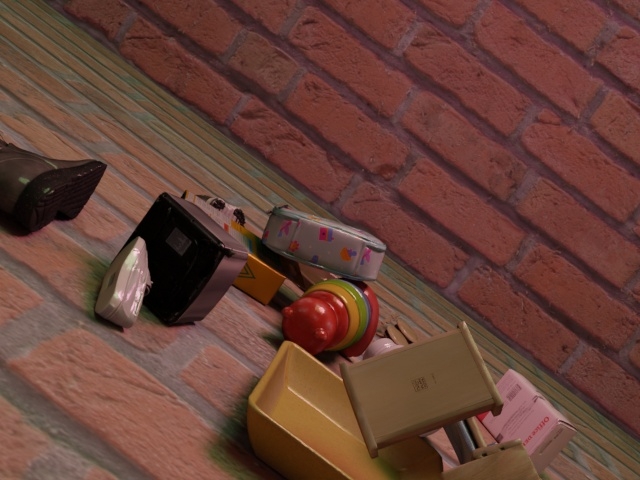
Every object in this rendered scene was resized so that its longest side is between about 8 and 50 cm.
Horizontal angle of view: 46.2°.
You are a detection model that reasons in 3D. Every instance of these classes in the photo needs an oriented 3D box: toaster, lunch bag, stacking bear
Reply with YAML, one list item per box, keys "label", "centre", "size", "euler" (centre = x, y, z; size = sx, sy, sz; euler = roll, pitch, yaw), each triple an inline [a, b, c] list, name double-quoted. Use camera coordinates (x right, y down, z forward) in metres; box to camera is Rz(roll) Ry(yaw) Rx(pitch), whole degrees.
- label: "toaster"
  centre: [-0.229, 0.036, 1.256]
  size: [0.186, 0.168, 0.110]
  euler: [39, 9, 20]
- label: "lunch bag"
  centre: [0.000, 0.000, 1.709]
  size: [0.279, 0.108, 0.224]
  euler: [19, 5, -7]
- label: "stacking bear"
  centre: [0.010, 0.165, 1.564]
  size: [0.175, 0.164, 0.289]
  euler: [39, 14, 15]

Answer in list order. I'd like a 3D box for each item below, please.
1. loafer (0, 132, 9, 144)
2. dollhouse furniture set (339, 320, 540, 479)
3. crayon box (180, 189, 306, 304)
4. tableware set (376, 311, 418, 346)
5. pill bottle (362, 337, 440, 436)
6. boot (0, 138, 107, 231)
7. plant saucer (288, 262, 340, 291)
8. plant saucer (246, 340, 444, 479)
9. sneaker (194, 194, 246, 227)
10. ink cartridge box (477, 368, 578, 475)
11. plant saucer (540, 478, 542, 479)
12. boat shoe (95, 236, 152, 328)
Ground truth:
- label: "loafer"
  centre: [-0.599, -0.178, 1.358]
  size: [0.125, 0.045, 0.039]
  euler: [41, 17, 12]
- label: "dollhouse furniture set"
  centre: [0.170, 0.319, 1.161]
  size: [0.303, 0.198, 0.286]
  euler: [79, -8, -57]
- label: "crayon box"
  centre: [-0.194, 0.026, 1.693]
  size: [0.323, 0.083, 0.203]
  euler: [33, 10, -15]
- label: "tableware set"
  centre: [0.223, 0.274, 2.127]
  size: [0.128, 0.039, 0.194]
  euler: [51, 18, 12]
- label: "pill bottle"
  centre: [0.178, 0.302, 1.577]
  size: [0.117, 0.117, 0.215]
  euler: [28, 13, -42]
- label: "boot"
  centre: [-0.508, -0.132, 1.270]
  size: [0.223, 0.118, 0.338]
  euler: [31, 6, -3]
- label: "plant saucer"
  centre: [0.018, 0.131, 2.070]
  size: [0.278, 0.041, 0.278]
  euler: [36, 10, -7]
- label: "plant saucer"
  centre: [0.034, 0.314, 1.125]
  size: [0.333, 0.081, 0.333]
  euler: [37, 10, 1]
- label: "sneaker"
  centre: [-0.267, -0.068, 1.890]
  size: [0.106, 0.078, 0.234]
  euler: [21, -7, 20]
- label: "ink cartridge box"
  centre: [0.519, 0.460, 1.907]
  size: [0.092, 0.158, 0.218]
  euler: [31, 11, -32]
- label: "plant saucer"
  centre: [0.501, 0.567, 1.758]
  size: [0.083, 0.015, 0.083]
  euler: [35, 9, -7]
- label: "boat shoe"
  centre: [-0.290, 0.064, 1.152]
  size: [0.063, 0.066, 0.184]
  euler: [44, 18, -25]
